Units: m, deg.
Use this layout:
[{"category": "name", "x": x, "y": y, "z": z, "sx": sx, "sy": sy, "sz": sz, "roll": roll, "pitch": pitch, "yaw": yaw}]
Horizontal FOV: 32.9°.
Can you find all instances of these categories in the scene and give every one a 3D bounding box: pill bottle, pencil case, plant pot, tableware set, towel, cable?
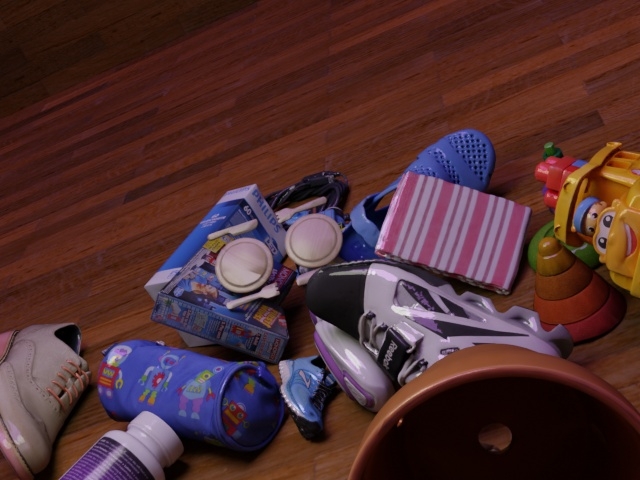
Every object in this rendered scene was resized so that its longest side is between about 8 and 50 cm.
[{"category": "pill bottle", "x": -0.273, "y": 0.319, "z": 1.421, "sx": 0.108, "sy": 0.108, "sz": 0.193, "roll": 5, "pitch": 42, "yaw": 48}, {"category": "pencil case", "x": -0.186, "y": 0.210, "z": 1.515, "sx": 0.306, "sy": 0.119, "sz": 0.133, "roll": 3, "pitch": 62, "yaw": 45}, {"category": "plant pot", "x": 0.171, "y": 0.220, "z": 1.016, "sx": 0.291, "sy": 0.291, "sz": 0.203, "roll": -23, "pitch": 11, "yaw": 10}, {"category": "tableware set", "x": -0.058, "y": 0.024, "z": 1.591, "sx": 0.194, "sy": 0.039, "sz": 0.128, "roll": -19, "pitch": 64, "yaw": 2}, {"category": "towel", "x": 0.188, "y": -0.012, "z": 1.520, "sx": 0.197, "sy": 0.029, "sz": 0.144, "roll": 18, "pitch": 63, "yaw": 8}, {"category": "cable", "x": -0.039, "y": -0.059, "z": 1.948, "sx": 0.184, "sy": 0.047, "sz": 0.150, "roll": -13, "pitch": 35, "yaw": 22}]

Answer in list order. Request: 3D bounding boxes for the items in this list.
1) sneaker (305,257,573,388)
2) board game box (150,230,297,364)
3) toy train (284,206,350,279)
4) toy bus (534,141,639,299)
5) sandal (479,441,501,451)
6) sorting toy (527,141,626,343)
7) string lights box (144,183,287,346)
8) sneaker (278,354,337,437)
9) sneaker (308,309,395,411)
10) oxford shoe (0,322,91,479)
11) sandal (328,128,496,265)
[{"category": "sneaker", "x": 0.119, "y": 0.125, "z": 1.281, "sx": 0.330, "sy": 0.122, "sz": 0.146, "roll": 15, "pitch": 52, "yaw": 18}, {"category": "board game box", "x": -0.120, "y": 0.093, "z": 1.621, "sx": 0.194, "sy": 0.060, "sz": 0.194, "roll": 29, "pitch": 36, "yaw": 8}, {"category": "toy train", "x": 0.000, "y": 0.000, "z": 1.766, "sx": 0.105, "sy": 0.080, "sz": 0.184, "roll": -15, "pitch": 26, "yaw": 7}, {"category": "toy bus", "x": 0.352, "y": -0.040, "z": 1.303, "sx": 0.211, "sy": 0.149, "sz": 0.220, "roll": 19, "pitch": 27, "yaw": 22}, {"category": "sandal", "x": 0.128, "y": 0.283, "z": 1.165, "sx": 0.180, "sy": 0.072, "sz": 0.049, "roll": -43, "pitch": 8, "yaw": -18}, {"category": "sorting toy", "x": 0.319, "y": -0.021, "z": 1.442, "sx": 0.127, "sy": 0.126, "sz": 0.365, "roll": -17, "pitch": 29, "yaw": 21}, {"category": "string lights box", "x": -0.159, "y": 0.038, "z": 1.777, "sx": 0.077, "sy": 0.133, "sz": 0.259, "roll": -12, "pitch": 30, "yaw": 41}, {"category": "sneaker", "x": -0.012, "y": 0.197, "z": 1.442, "sx": 0.073, "sy": 0.063, "sz": 0.162, "roll": -23, "pitch": 27, "yaw": 4}, {"category": "sneaker", "x": 0.067, "y": 0.110, "z": 1.458, "sx": 0.152, "sy": 0.114, "sz": 0.305, "roll": -27, "pitch": 27, "yaw": 4}, {"category": "oxford shoe", "x": -0.441, "y": 0.230, "z": 1.711, "sx": 0.146, "sy": 0.140, "sz": 0.397, "roll": -22, "pitch": 28, "yaw": -4}, {"category": "sandal", "x": 0.147, "y": -0.057, "z": 1.629, "sx": 0.317, "sy": 0.126, "sz": 0.138, "roll": -43, "pitch": -13, "yaw": -15}]
